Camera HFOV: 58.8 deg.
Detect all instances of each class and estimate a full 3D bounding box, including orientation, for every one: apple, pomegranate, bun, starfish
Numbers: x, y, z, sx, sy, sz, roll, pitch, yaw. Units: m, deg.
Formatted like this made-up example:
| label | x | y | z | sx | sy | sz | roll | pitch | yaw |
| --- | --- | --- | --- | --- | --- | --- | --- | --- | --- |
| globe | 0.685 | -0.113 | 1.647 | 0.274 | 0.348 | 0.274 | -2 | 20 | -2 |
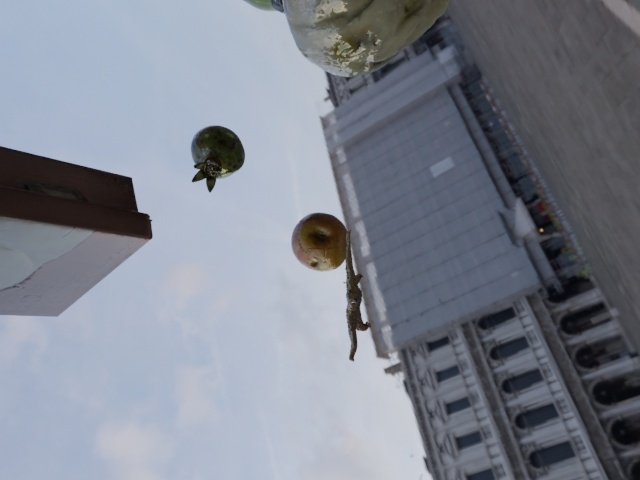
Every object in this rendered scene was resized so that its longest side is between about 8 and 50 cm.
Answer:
| label | x | y | z | sx | sy | sz | roll | pitch | yaw |
| --- | --- | --- | --- | --- | --- | --- | --- | --- | --- |
| apple | 0.000 | 0.000 | 1.357 | 0.146 | 0.147 | 0.146 | 49 | -156 | -30 |
| pomegranate | -0.302 | -0.228 | 1.582 | 0.156 | 0.156 | 0.220 | 52 | -134 | -25 |
| bun | 0.103 | -0.471 | 1.043 | 0.219 | 0.365 | 0.365 | 31 | 179 | 37 |
| starfish | 0.076 | 0.125 | 1.324 | 0.231 | 0.048 | 0.294 | 26 | -122 | -77 |

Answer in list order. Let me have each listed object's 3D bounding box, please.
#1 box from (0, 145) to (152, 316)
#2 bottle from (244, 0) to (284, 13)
| label | x | y | z | sx | sy | sz | roll | pitch | yaw |
| --- | --- | --- | --- | --- | --- | --- | --- | --- | --- |
| box | -0.328 | -0.002 | 0.595 | 0.215 | 0.215 | 0.086 | 11 | -126 | -50 |
| bottle | -0.144 | -0.641 | 1.432 | 0.260 | 0.112 | 0.112 | 43 | -174 | 37 |
